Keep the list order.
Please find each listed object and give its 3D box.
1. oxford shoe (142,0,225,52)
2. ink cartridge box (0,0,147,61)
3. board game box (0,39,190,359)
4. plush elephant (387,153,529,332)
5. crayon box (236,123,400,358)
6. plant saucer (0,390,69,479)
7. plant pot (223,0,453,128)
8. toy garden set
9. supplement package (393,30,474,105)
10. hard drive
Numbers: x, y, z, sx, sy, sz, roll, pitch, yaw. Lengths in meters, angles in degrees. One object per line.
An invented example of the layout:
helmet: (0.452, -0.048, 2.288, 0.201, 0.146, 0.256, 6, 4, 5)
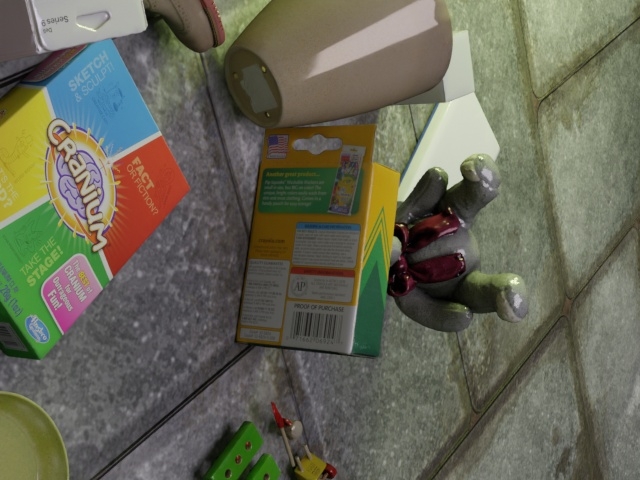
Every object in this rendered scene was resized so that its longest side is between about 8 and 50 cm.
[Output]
oxford shoe: (-0.244, -0.331, 1.334, 0.130, 0.123, 0.348, -49, 136, -6)
ink cartridge box: (-0.310, -0.237, 1.130, 0.154, 0.212, 0.093, -28, 114, -50)
board game box: (-0.307, -0.058, 1.271, 0.316, 0.064, 0.242, -55, 133, -37)
plush elephant: (0.124, 0.022, 1.738, 0.255, 0.330, 0.272, -2, 80, -32)
crayon box: (0.000, 0.000, 1.581, 0.083, 0.203, 0.323, 16, 79, -54)
plant saucer: (-0.382, 0.285, 1.207, 0.241, 0.037, 0.241, -6, 97, -54)
plant pot: (0.006, -0.274, 1.571, 0.274, 0.256, 0.256, -33, 119, -31)
toy garden set: (-0.075, 0.357, 1.633, 0.204, 0.049, 0.244, -51, 130, -37)
supplement package: (0.146, -0.281, 1.791, 0.105, 0.179, 0.105, -25, 112, -50)
hard drive: (0.238, -0.123, 2.046, 0.210, 0.040, 0.319, 56, 49, -40)
